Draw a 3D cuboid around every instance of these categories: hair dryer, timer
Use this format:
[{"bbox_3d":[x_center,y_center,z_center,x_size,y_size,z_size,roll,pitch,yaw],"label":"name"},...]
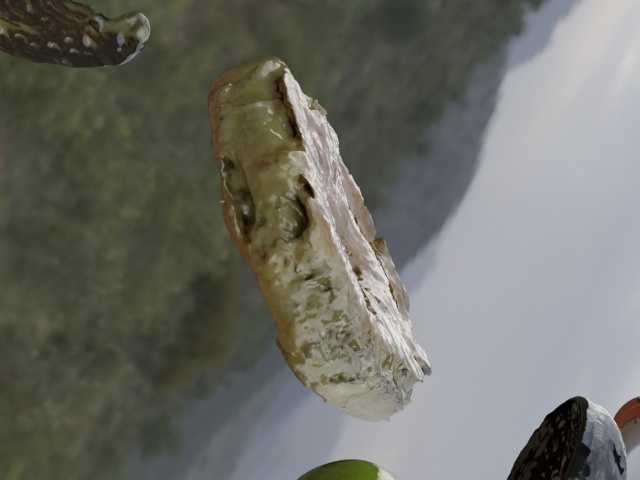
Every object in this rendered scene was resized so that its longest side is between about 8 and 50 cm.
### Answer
[{"bbox_3d":[0.225,0.311,1.286,0.284,0.320,0.156,-54,-174,7],"label":"hair dryer"},{"bbox_3d":[0.344,0.220,1.890,0.136,0.099,0.136,2,90,-77],"label":"timer"}]

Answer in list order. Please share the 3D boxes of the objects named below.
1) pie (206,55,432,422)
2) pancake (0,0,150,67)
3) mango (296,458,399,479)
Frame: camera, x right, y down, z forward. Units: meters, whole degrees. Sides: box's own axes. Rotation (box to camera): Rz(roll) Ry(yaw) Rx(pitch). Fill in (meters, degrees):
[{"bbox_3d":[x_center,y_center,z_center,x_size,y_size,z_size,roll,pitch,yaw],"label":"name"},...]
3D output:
[{"bbox_3d":[0.000,0.000,1.528,0.083,0.339,0.339,-25,-173,12],"label":"pie"},{"bbox_3d":[-0.186,-0.167,1.026,0.020,0.184,0.190,-60,152,-30],"label":"pancake"},{"bbox_3d":[0.004,0.166,0.822,0.117,0.089,0.163,86,5,-49],"label":"mango"}]
